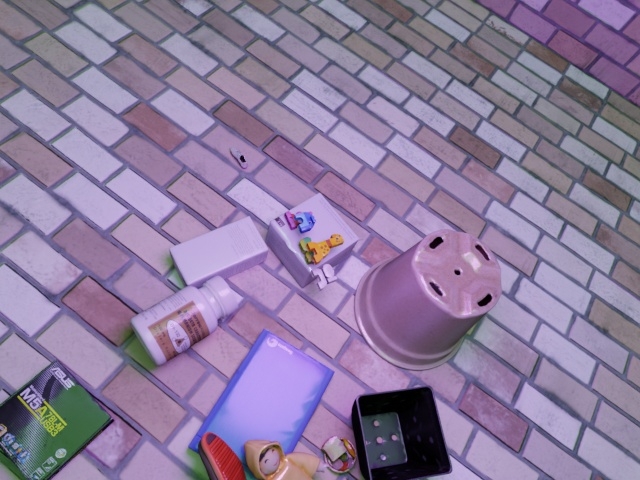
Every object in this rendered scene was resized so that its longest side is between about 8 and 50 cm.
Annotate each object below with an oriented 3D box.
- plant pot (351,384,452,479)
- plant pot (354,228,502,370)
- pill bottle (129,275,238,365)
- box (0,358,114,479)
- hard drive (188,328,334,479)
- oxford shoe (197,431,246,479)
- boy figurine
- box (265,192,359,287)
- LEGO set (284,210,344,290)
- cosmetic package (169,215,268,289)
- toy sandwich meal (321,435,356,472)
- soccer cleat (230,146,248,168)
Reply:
[{"bbox_3d":[0.165,0.455,1.120,0.188,0.167,0.187,-3,65,-15],"label":"plant pot"},{"bbox_3d":[0.286,0.134,1.235,0.334,0.305,0.333,6,62,-11],"label":"plant pot"},{"bbox_3d":[-0.320,0.184,1.156,0.229,0.131,0.131,-32,75,-26],"label":"pill bottle"},{"bbox_3d":[-0.582,0.388,1.036,0.191,0.045,0.184,43,64,9],"label":"box"},{"bbox_3d":[-0.131,0.397,1.147,0.210,0.040,0.318,31,61,3],"label":"hard drive"},{"bbox_3d":[-0.201,0.537,1.005,0.098,0.097,0.271,-29,84,9],"label":"oxford shoe"},{"bbox_3d":[-0.054,0.531,1.036,0.177,0.092,0.285,-37,94,-32],"label":"boy figurine"},{"bbox_3d":[-0.026,-0.001,1.332,0.182,0.119,0.181,-33,76,-26],"label":"box"},{"bbox_3d":[0.000,0.000,1.220,0.093,0.087,0.227,-18,71,-20],"label":"LEGO set"},{"bbox_3d":[-0.266,0.038,1.274,0.231,0.085,0.117,-24,71,-22],"label":"cosmetic package"},{"bbox_3d":[0.045,0.501,1.135,0.086,0.029,0.085,-2,60,3],"label":"toy sandwich meal"},{"bbox_3d":[-0.244,-0.255,1.454,0.029,0.035,0.083,-27,73,-24],"label":"soccer cleat"}]
